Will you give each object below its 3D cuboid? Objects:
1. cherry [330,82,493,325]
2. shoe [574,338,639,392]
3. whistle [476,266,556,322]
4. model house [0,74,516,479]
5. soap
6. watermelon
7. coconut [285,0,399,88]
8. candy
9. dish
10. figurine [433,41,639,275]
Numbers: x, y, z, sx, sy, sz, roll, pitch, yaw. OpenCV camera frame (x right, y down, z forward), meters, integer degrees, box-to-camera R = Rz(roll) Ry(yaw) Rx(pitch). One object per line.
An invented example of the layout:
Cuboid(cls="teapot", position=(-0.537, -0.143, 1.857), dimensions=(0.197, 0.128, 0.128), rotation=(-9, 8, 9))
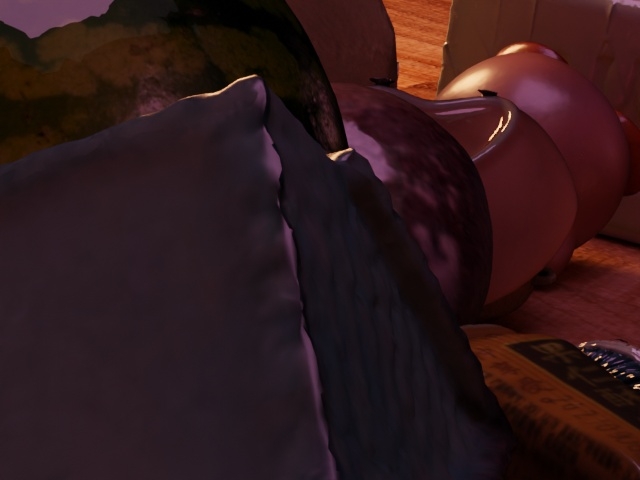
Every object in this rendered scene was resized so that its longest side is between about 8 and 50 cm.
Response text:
Cuboid(cls="cherry", position=(0.000, 0.000, 1.153), dimensions=(0.213, 0.184, 0.266), rotation=(-13, 43, -9))
Cuboid(cls="shoe", position=(0.186, 0.105, 1.114), dimensions=(0.071, 0.064, 0.143), rotation=(-18, 28, -35))
Cuboid(cls="whistle", position=(0.061, 0.016, 1.361), dimensions=(0.220, 0.057, 0.107), rotation=(8, 29, 16))
Cuboid(cls="model house", position=(-0.076, 0.119, 0.722), dimensions=(0.280, 0.230, 0.249), rotation=(-18, -30, 14))
Cuboid(cls="soap", position=(0.278, -0.107, 1.610), dimensions=(0.347, 0.208, 0.115), rotation=(17, 20, 23))
Cuboid(cls="watermelon", position=(-0.104, -0.078, 0.794), dimensions=(0.303, 0.128, 0.159), rotation=(1, 2, -31))
Cuboid(cls="coconut", position=(-0.086, -0.160, 1.467), dimensions=(0.323, 0.323, 0.323), rotation=(8, 16, -2))
Cuboid(cls="candy", position=(0.113, 0.108, 0.951), dimensions=(0.143, 0.101, 0.271), rotation=(0, 25, -35))
Cuboid(cls="dish", position=(0.070, -0.047, 1.318), dimensions=(0.213, 0.090, 0.213), rotation=(-6, 36, 5))
Cuboid(cls="figurine", position=(0.156, -0.061, 1.480), dimensions=(0.173, 0.173, 0.173), rotation=(8, 16, -2))
